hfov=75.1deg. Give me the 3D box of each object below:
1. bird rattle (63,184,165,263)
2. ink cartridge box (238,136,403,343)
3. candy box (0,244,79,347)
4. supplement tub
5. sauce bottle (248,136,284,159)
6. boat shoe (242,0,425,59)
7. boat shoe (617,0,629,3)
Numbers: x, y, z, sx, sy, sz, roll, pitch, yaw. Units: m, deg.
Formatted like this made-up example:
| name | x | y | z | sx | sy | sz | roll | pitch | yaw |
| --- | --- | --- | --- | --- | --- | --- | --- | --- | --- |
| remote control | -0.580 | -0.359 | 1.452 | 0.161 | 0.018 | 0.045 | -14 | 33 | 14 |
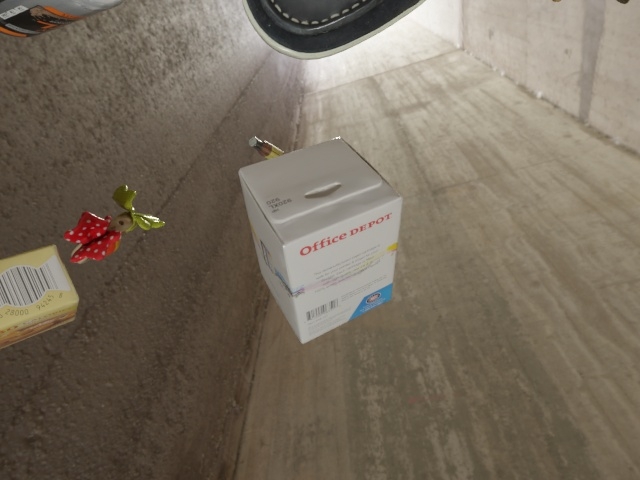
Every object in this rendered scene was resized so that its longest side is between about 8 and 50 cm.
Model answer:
| name | x | y | z | sx | sy | sz | roll | pitch | yaw |
| --- | --- | --- | --- | --- | --- | --- | --- | --- | --- |
| bird rattle | -0.506 | -0.006 | 0.996 | 0.143 | 0.207 | 0.253 | 45 | 32 | -18 |
| ink cartridge box | 0.000 | 0.000 | 0.628 | 0.168 | 0.172 | 0.232 | 54 | -22 | 38 |
| candy box | -0.481 | 0.115 | 0.507 | 0.183 | 0.317 | 0.087 | -31 | -98 | 54 |
| supplement tub | -0.514 | -0.487 | 0.734 | 0.207 | 0.339 | 0.206 | -9 | 100 | -60 |
| sauce bottle | -0.145 | -0.246 | 1.128 | 0.128 | 0.042 | 0.042 | 23 | 52 | -61 |
| boat shoe | 0.114 | -0.318 | 0.264 | 0.186 | 0.501 | 0.156 | 49 | 29 | -16 |
| boat shoe | 0.742 | -0.654 | 1.006 | 0.178 | 0.060 | 0.064 | 32 | 20 | -47 |
